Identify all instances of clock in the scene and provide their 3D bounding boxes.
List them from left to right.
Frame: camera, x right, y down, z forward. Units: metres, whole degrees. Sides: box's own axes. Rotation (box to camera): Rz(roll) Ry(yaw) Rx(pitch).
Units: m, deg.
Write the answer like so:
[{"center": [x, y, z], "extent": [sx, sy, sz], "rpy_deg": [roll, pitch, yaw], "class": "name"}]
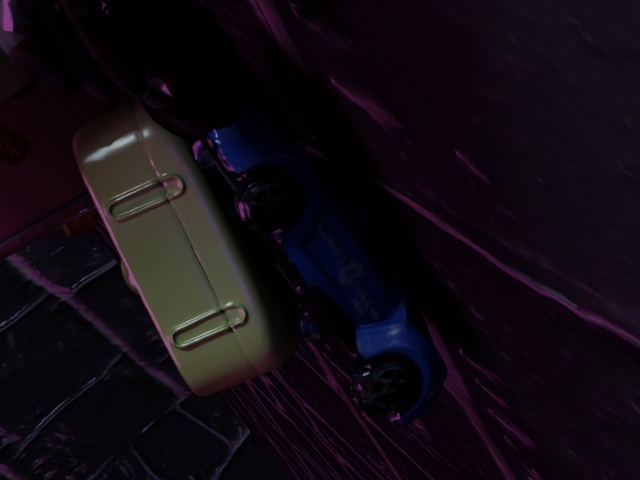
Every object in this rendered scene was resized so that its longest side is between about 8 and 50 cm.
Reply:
[{"center": [-0.072, -0.018, 0.886], "extent": [0.232, 0.069, 0.170], "rpy_deg": [-87, -28, -76], "class": "clock"}]

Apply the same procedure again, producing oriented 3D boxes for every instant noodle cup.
[{"center": [-0.247, -0.107, 1.063], "extent": [0.231, 0.243, 0.243], "rpy_deg": [60, 170, -6], "class": "instant noodle cup"}]

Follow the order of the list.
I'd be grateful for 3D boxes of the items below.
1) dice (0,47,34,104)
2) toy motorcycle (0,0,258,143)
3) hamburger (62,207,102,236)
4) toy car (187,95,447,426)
[{"center": [-0.268, -0.192, 0.737], "extent": [0.252, 0.254, 0.250], "rpy_deg": [46, 172, 26], "class": "dice"}, {"center": [-0.115, -0.173, 0.461], "extent": [0.207, 0.134, 0.401], "rpy_deg": [43, 170, 16], "class": "toy motorcycle"}, {"center": [-0.230, -0.093, 1.335], "extent": [0.191, 0.118, 0.182], "rpy_deg": [56, 174, -3], "class": "hamburger"}, {"center": [0.000, 0.000, 0.743], "extent": [0.216, 0.063, 0.103], "rpy_deg": [60, 175, -29], "class": "toy car"}]
